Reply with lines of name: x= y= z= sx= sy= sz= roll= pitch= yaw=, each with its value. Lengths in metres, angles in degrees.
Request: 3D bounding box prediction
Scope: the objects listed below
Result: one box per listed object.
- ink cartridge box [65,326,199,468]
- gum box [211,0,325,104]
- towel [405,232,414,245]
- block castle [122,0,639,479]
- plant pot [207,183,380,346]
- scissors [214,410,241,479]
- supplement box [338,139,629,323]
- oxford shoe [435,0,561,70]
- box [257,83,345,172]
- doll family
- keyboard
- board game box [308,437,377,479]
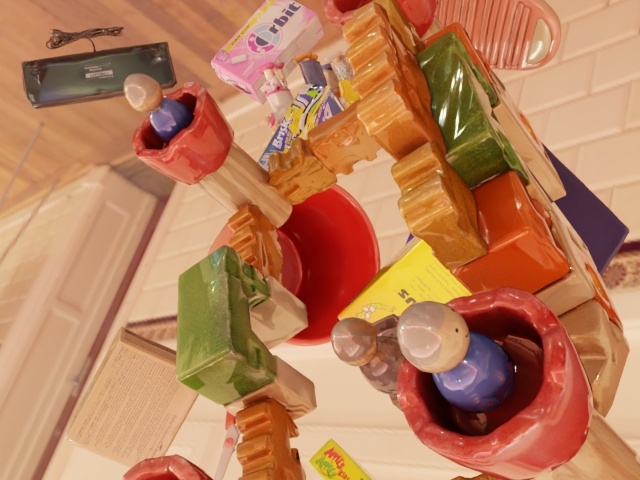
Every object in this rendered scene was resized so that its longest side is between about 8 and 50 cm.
ink cartridge box: x=-0.363 y=0.318 z=1.569 sx=0.193 sy=0.235 sz=0.088 roll=28 pitch=-175 yaw=-17
gum box: x=-0.095 y=-0.341 z=1.415 sx=0.107 sy=0.188 sz=0.062 roll=36 pitch=171 yaw=28
towel: x=0.318 y=0.007 z=1.505 sx=0.308 sy=0.228 sz=0.076 roll=19 pitch=179 yaw=29
block castle: x=0.000 y=0.000 z=0.550 sx=0.303 sy=0.453 sz=0.213 roll=-30 pitch=132 yaw=21
plant pot: x=-0.071 y=0.044 z=1.361 sx=0.275 sy=0.275 sz=0.243 roll=29 pitch=161 yaw=-20
scissors: x=-0.140 y=0.325 z=1.342 sx=0.109 sy=0.297 sz=0.021 roll=-9 pitch=145 yaw=18
supplement box: x=0.218 y=0.052 z=1.132 sx=0.195 sy=0.194 sz=0.356 roll=45 pitch=140 yaw=3
oxford shoe: x=0.174 y=-0.362 z=1.106 sx=0.397 sy=0.146 sz=0.140 roll=34 pitch=139 yaw=25
box: x=-0.031 y=-0.149 z=1.172 sx=0.054 sy=0.169 sz=0.059 roll=13 pitch=155 yaw=38
doll family: x=0.018 y=-0.226 z=1.306 sx=0.118 sy=0.163 sz=0.263 roll=-21 pitch=178 yaw=35
keyboard: x=-0.484 y=-0.385 z=1.721 sx=0.317 sy=0.202 sz=0.033 roll=-11 pitch=158 yaw=-13
board game box: x=0.058 y=0.333 z=1.051 sx=0.092 sy=0.043 sz=0.181 roll=38 pitch=170 yaw=36
